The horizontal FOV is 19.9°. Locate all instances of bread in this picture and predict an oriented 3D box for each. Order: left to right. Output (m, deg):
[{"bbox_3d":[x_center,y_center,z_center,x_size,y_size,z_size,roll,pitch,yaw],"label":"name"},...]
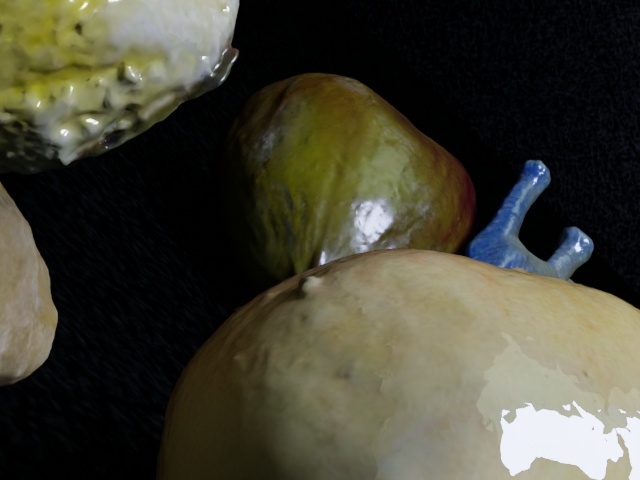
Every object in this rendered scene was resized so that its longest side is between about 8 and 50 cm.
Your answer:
[{"bbox_3d":[-0.148,-0.126,0.883,0.170,0.197,0.197,48,7,-32],"label":"bread"}]

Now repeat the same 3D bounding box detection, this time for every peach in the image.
[{"bbox_3d":[0.042,0.091,0.674,0.232,0.232,0.232,41,12,-11],"label":"peach"}]

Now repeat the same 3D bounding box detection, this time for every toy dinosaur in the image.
[{"bbox_3d":[0.085,0.059,1.091,0.075,0.247,0.188,38,50,14],"label":"toy dinosaur"}]

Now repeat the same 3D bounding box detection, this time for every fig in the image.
[{"bbox_3d":[0.001,-0.002,1.065,0.170,0.145,0.274,40,25,-5],"label":"fig"}]

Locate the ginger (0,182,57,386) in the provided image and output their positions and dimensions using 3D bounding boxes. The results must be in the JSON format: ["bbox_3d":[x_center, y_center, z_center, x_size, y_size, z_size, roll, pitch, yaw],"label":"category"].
[{"bbox_3d":[-0.161,0.033,0.533,0.131,0.086,0.294,50,19,-10],"label":"ginger"}]
